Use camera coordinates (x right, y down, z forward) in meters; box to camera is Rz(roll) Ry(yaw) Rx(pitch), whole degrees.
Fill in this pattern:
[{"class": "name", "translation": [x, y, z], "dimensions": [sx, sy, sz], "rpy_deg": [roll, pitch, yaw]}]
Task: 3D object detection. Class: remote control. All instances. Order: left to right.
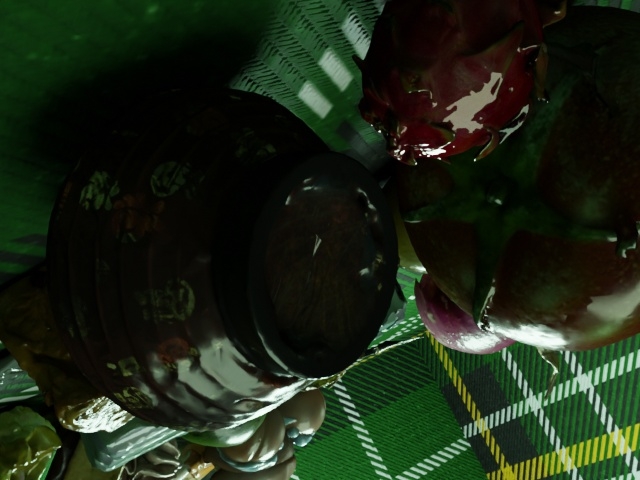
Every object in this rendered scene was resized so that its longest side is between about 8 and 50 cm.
[{"class": "remote control", "translation": [-0.354, 0.142, 0.880], "dimensions": [0.184, 0.027, 0.050], "rpy_deg": [-36, 166, 12]}]

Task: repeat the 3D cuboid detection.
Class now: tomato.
[{"class": "tomato", "translation": [0.225, -0.062, 0.698], "dimensions": [0.239, 0.303, 0.303], "rpy_deg": [-14, 161, -40]}]

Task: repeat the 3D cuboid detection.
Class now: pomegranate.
[{"class": "pomegranate", "translation": [-0.198, 0.260, 1.327], "dimensions": [0.225, 0.187, 0.187], "rpy_deg": [-3, -178, 34]}]

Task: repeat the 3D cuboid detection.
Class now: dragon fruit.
[{"class": "dragon fruit", "translation": [0.098, -0.134, 0.550], "dimensions": [0.133, 0.136, 0.166], "rpy_deg": [-72, -173, -66]}]

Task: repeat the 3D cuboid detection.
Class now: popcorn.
[{"class": "popcorn", "translation": [-0.440, 0.297, 1.098], "dimensions": [0.125, 0.126, 0.145], "rpy_deg": [-49, 159, -27]}]

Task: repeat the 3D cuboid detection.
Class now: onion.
[{"class": "onion", "translation": [0.378, 0.081, 1.505], "dimensions": [0.358, 0.345, 0.358], "rpy_deg": [-60, 177, -5]}]

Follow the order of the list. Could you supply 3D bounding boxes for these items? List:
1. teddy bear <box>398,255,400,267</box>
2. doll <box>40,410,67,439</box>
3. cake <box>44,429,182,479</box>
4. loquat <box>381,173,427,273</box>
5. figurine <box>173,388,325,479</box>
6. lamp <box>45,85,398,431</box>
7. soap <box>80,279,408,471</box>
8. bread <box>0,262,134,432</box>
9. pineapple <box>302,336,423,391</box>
[{"class": "teddy bear", "translation": [0.000, 0.000, 0.858], "dimensions": [0.177, 0.140, 0.190], "rpy_deg": [4, 177, 4]}, {"class": "doll", "translation": [-0.459, 0.342, 1.264], "dimensions": [0.209, 0.097, 0.137], "rpy_deg": [-23, 161, -41]}, {"class": "cake", "translation": [-0.315, 0.349, 1.239], "dimensions": [0.185, 0.178, 0.207], "rpy_deg": [-64, 178, 41]}, {"class": "loquat", "translation": [0.149, -0.041, 0.939], "dimensions": [0.195, 0.152, 0.152], "rpy_deg": [-49, 158, 27]}, {"class": "figurine", "translation": [-0.197, 0.402, 1.562], "dimensions": [0.388, 0.248, 0.277], "rpy_deg": [-2, -174, 31]}, {"class": "lamp", "translation": [-0.076, 0.010, 0.538], "dimensions": [0.247, 0.247, 0.247], "rpy_deg": [-26, 166, -7]}, {"class": "soap", "translation": [-0.109, 0.134, 1.042], "dimensions": [0.446, 0.156, 0.261], "rpy_deg": [-20, 164, -27]}, {"class": "bread", "translation": [-0.200, 0.089, 0.737], "dimensions": [0.149, 0.143, 0.158], "rpy_deg": [-33, 167, -6]}, {"class": "pineapple", "translation": [0.010, 0.210, 1.542], "dimensions": [0.335, 0.158, 0.161], "rpy_deg": [-26, 166, -11]}]
